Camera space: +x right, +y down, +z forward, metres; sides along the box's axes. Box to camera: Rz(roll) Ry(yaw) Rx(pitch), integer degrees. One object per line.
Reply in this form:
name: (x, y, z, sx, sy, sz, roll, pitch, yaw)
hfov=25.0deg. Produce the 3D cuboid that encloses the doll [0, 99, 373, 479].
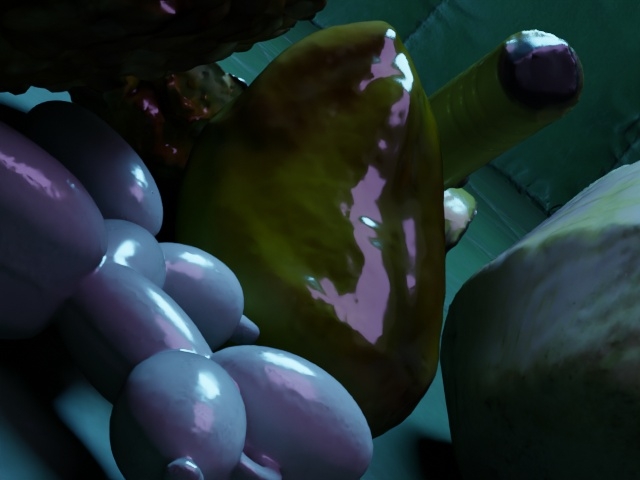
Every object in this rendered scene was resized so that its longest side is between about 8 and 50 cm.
doll: (-0.055, 0.025, 0.429, 0.160, 0.059, 0.161, 40, 9, 0)

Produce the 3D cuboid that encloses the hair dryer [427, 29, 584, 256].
hair dryer: (0.038, -0.049, 0.715, 0.135, 0.090, 0.279, 41, -21, -6)

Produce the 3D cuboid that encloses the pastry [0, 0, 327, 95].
pastry: (-0.119, -0.137, 0.449, 0.284, 0.184, 0.316, 12, -1, 41)

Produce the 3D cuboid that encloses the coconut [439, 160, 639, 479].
coconut: (0.187, 0.071, 0.671, 0.259, 0.259, 0.259, 40, 10, -8)

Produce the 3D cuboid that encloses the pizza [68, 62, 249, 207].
pizza: (-0.059, -0.040, 0.667, 0.127, 0.058, 0.246, 28, -12, 39)

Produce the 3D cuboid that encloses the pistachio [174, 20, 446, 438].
pistachio: (0.001, 0.000, 0.582, 0.110, 0.100, 0.189, 54, 31, -52)
